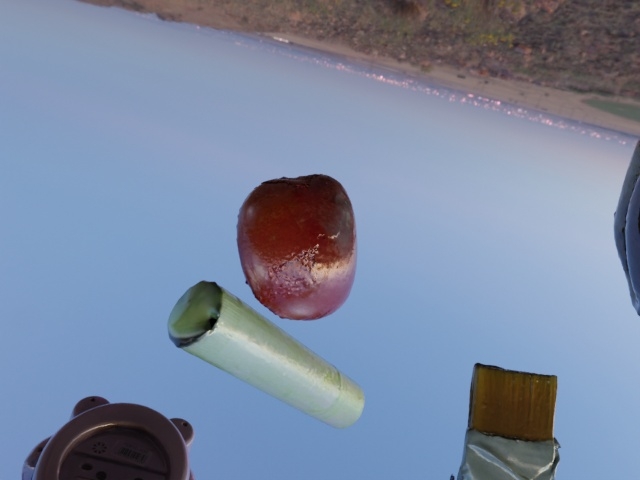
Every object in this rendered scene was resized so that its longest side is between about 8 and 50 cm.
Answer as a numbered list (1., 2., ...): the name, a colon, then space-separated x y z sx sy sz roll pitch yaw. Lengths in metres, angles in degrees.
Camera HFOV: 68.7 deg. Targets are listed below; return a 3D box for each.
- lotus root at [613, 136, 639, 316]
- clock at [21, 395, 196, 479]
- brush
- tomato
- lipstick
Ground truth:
1. lotus root: 0.429 -0.034 0.532 0.193 0.291 0.193 1 -166 0
2. clock: -0.366 0.426 0.824 0.295 0.114 0.322 20 -163 -12
3. brush: 0.144 0.277 0.388 0.085 0.337 0.020 7 173 11
4. tomato: 0.000 0.000 0.542 0.099 0.174 0.189 -22 170 39
5. lipstick: -0.047 0.147 0.553 0.304 0.076 0.076 45 177 -40
